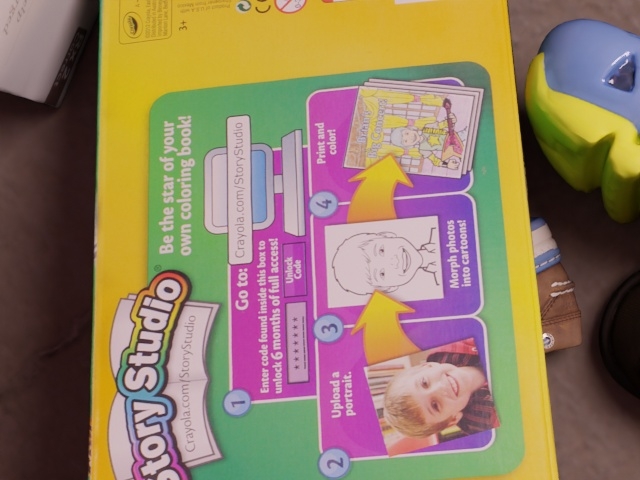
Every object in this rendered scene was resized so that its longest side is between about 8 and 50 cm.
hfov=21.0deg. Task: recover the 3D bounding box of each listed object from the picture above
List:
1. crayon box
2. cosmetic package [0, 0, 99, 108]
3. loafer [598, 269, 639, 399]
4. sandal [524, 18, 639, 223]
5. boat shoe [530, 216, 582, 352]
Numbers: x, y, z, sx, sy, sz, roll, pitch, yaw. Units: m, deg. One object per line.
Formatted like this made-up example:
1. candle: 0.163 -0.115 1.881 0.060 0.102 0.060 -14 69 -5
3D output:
1. crayon box: 0.000 0.000 0.671 0.165 0.081 0.278 -5 63 6
2. cosmetic package: -0.178 -0.161 0.711 0.184 0.151 0.151 23 93 6
3. loafer: 0.216 0.081 0.702 0.220 0.078 0.080 24 92 6
4. sandal: 0.238 -0.036 0.688 0.317 0.126 0.138 17 88 -2
5. boat shoe: 0.025 0.057 0.730 0.183 0.066 0.066 -26 88 5
